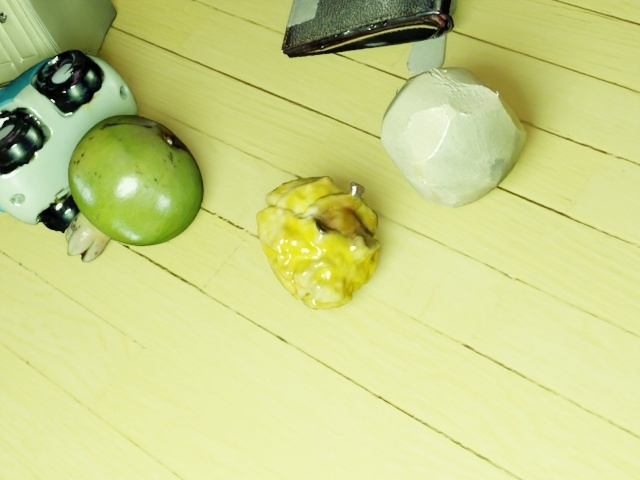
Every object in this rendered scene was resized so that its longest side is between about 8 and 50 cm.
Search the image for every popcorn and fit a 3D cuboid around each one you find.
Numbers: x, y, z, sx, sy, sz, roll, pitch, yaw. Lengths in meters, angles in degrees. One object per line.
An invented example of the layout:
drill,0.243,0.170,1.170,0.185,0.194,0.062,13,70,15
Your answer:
popcorn,0.000,0.000,1.305,0.149,0.152,0.167,-1,57,-33

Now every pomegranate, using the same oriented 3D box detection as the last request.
pomegranate,-0.250,-0.057,1.443,0.179,0.179,0.210,22,91,33

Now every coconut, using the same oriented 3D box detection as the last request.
coconut,0.160,-0.121,1.319,0.161,0.161,0.162,-37,43,-6

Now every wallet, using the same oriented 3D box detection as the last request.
wallet,0.081,-0.365,1.592,0.262,0.071,0.220,-6,57,26

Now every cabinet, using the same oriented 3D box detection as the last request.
cabinet,-0.536,-0.365,1.675,0.318,0.290,0.227,-11,40,18

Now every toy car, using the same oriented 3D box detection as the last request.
toy car,-0.381,-0.148,1.543,0.190,0.188,0.255,25,68,42

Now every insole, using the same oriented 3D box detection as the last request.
insole,0.157,-0.304,1.551,0.065,0.004,0.197,-4,55,20
